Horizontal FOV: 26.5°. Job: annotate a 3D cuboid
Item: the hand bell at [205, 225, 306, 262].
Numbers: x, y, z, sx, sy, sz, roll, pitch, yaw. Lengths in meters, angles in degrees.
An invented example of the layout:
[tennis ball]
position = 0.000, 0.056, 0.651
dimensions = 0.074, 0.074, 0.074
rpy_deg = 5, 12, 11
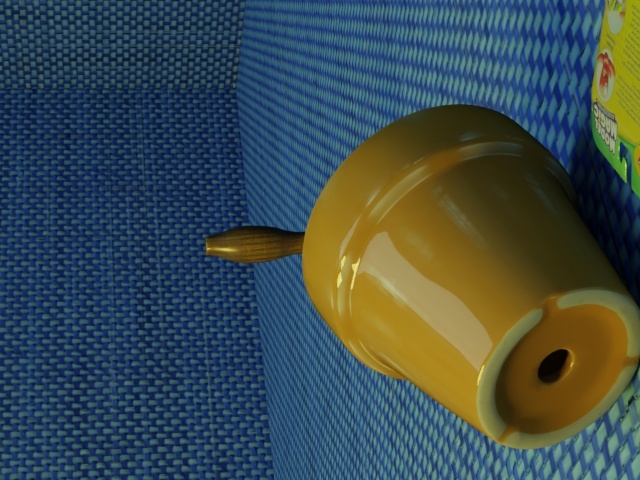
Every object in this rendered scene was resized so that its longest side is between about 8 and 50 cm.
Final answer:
[hand bell]
position = 0.000, 0.000, 1.427
dimensions = 0.126, 0.242, 0.126
rpy_deg = 179, 90, -81

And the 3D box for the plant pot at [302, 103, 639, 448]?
[plant pot]
position = 0.116, 0.037, 0.939
dimensions = 0.188, 0.205, 0.205
rpy_deg = -129, 36, -51

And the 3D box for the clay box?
[clay box]
position = 0.205, -0.133, 0.755
dimensions = 0.127, 0.053, 0.222
rpy_deg = -108, 18, -59
